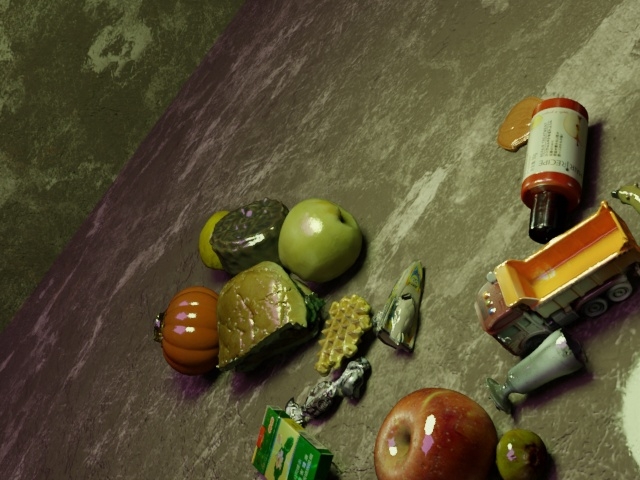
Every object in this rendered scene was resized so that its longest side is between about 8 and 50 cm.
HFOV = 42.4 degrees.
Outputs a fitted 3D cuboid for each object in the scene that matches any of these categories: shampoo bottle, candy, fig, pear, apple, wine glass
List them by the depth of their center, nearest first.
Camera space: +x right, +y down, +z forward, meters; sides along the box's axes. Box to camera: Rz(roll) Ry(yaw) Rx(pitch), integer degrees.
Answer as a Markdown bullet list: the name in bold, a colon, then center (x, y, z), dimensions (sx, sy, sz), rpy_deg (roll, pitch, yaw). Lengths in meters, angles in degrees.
- **fig**: center (0.293, 0.326, 1.238), dimensions (0.098, 0.082, 0.084), rpy_deg (-28, 71, 62)
- **apple**: center (0.185, 0.333, 1.297), dimensions (0.201, 0.162, 0.201), rpy_deg (-42, 34, 39)
- **wine glass**: center (0.336, 0.205, 1.298), dimensions (0.155, 0.072, 0.072), rpy_deg (-40, 34, 22)
- **shampoo bottle**: center (0.416, -0.120, 1.475), dimensions (0.104, 0.104, 0.278), rpy_deg (-18, 46, 44)
- **candy**: center (0.010, 0.311, 1.659), dimensions (0.226, 0.051, 0.094), rpy_deg (-38, 24, 22)
- **apple**: center (0.000, 0.000, 1.849), dimensions (0.200, 0.200, 0.200), rpy_deg (-34, 36, 30)
- **pear**: center (-0.256, 0.006, 2.231), dimensions (0.149, 0.149, 0.162), rpy_deg (11, 79, 57)

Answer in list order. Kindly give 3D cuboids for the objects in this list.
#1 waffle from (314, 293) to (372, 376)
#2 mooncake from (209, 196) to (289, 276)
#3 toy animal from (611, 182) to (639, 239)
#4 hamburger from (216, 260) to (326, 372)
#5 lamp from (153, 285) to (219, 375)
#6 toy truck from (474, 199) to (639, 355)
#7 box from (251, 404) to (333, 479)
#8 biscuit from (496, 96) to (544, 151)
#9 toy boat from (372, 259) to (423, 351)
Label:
- **waffle**: center (0.041, 0.188, 1.711), dimensions (0.160, 0.046, 0.192), rpy_deg (-44, 22, 6)
- **mooncake**: center (-0.163, -0.011, 2.061), dimensions (0.228, 0.124, 0.228), rpy_deg (-16, 35, 12)
- **toy animal**: center (0.525, -0.012, 1.224), dimensions (0.103, 0.101, 0.218), rpy_deg (-45, 32, 18)
- **hamburger**: center (-0.135, 0.162, 1.873), dimensions (0.309, 0.132, 0.211), rpy_deg (-34, 58, 35)
- **lamp**: center (-0.309, 0.223, 2.032), dimensions (0.223, 0.197, 0.223), rpy_deg (-174, 90, -85)
- **toy truck**: center (0.378, 0.068, 1.310), dimensions (0.270, 0.135, 0.114), rpy_deg (-38, 35, 24)
- **box**: center (-0.059, 0.427, 1.611), dimensions (0.235, 0.034, 0.132), rpy_deg (25, 101, 59)
- **biscuit**: center (0.409, -0.238, 1.684), dimensions (0.102, 0.019, 0.130), rpy_deg (7, 66, 57)
- **toy boat**: center (0.163, 0.120, 1.618), dimensions (0.066, 0.084, 0.210), rpy_deg (-32, 29, 52)
